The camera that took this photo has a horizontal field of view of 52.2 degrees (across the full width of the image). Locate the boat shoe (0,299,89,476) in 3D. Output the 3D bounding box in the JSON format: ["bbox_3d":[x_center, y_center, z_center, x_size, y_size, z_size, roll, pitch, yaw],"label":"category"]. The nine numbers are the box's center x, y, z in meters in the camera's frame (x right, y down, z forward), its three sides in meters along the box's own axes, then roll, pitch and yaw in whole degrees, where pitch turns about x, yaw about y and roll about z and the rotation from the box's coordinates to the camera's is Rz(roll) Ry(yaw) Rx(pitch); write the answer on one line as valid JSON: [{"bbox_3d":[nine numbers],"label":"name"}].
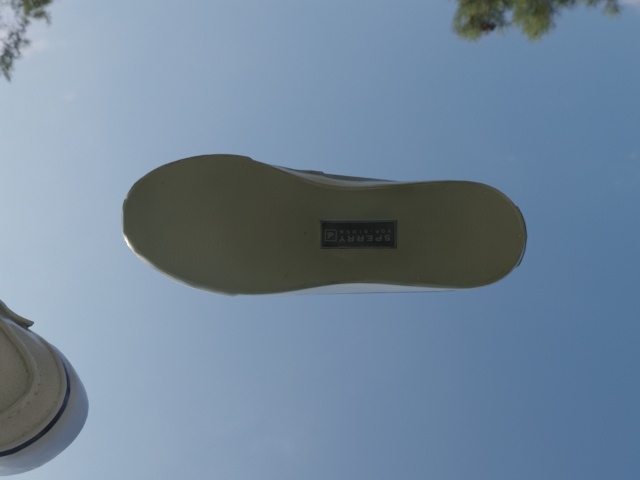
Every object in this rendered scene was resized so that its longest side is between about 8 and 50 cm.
[{"bbox_3d":[-0.364,0.069,0.583,0.367,0.156,0.136,24,-126,31],"label":"boat shoe"}]

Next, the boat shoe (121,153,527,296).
[{"bbox_3d":[0.001,-0.001,0.388,0.227,0.081,0.079,4,-97,8],"label":"boat shoe"}]
